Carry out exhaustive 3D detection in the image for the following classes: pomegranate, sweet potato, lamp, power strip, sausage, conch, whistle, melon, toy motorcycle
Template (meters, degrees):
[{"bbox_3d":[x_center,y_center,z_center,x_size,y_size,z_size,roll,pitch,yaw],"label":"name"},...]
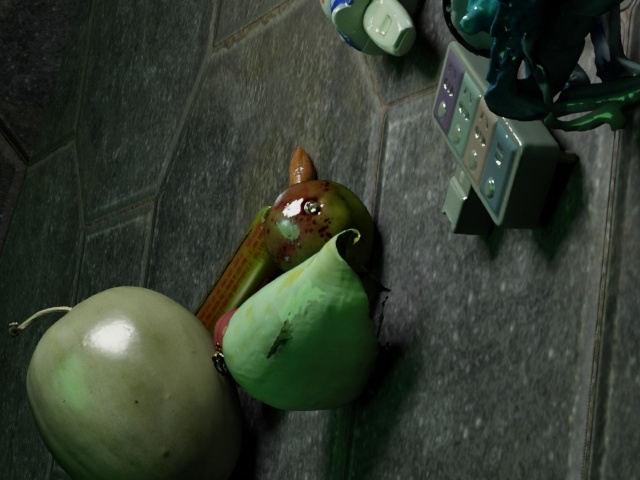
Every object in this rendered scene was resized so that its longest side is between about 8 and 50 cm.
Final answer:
[{"bbox_3d":[-0.003,-0.002,1.717,0.130,0.130,0.130,-170,90,-69],"label":"pomegranate"},{"bbox_3d":[-0.022,-0.084,1.924,0.095,0.034,0.034,-90,21,-52],"label":"sweet potato"},{"bbox_3d":[-0.086,0.132,1.903,0.107,0.092,0.107,48,155,32],"label":"lamp"},{"bbox_3d":[0.156,-0.076,1.445,0.215,0.061,0.145,-111,30,-54],"label":"power strip"},{"bbox_3d":[-0.098,0.059,2.002,0.371,0.082,0.082,126,147,-47],"label":"sausage"},{"bbox_3d":[0.001,0.098,1.640,0.251,0.137,0.143,-30,65,40],"label":"conch"},{"bbox_3d":[0.053,-0.263,1.726,0.110,0.092,0.244,-60,25,19],"label":"whistle"},{"bbox_3d":[-0.231,0.201,1.967,0.272,0.272,0.308,-30,80,63],"label":"melon"},{"bbox_3d":[0.208,-0.204,1.196,0.154,0.206,0.260,-39,-14,-43],"label":"toy motorcycle"}]
